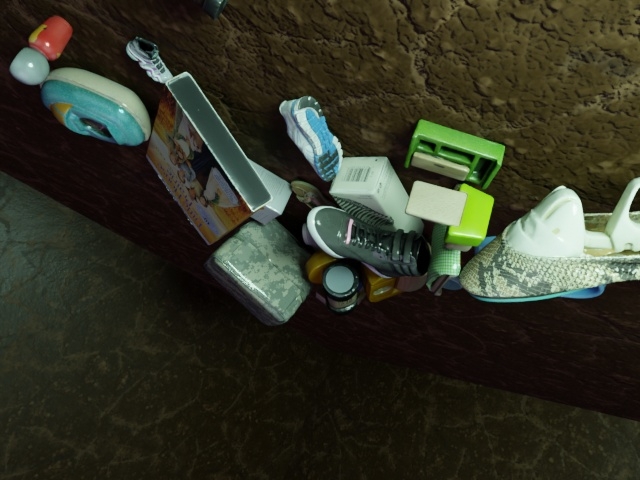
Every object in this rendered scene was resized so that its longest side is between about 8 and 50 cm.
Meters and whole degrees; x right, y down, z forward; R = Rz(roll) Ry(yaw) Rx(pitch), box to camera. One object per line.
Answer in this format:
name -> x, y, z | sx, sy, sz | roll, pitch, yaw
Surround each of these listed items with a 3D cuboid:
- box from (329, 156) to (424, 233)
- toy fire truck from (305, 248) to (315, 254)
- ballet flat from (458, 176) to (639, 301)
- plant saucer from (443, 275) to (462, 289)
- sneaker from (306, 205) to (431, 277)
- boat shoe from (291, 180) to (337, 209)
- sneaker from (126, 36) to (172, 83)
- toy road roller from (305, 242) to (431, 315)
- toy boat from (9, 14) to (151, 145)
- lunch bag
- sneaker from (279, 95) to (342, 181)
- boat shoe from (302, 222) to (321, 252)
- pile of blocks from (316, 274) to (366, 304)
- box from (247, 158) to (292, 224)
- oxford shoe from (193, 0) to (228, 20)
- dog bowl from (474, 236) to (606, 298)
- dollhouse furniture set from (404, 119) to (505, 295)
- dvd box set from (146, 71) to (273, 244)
box -> 0.135, -0.069, 1.002 | 0.113, 0.094, 0.275 | 6, 154, 35
toy fire truck -> -0.157, 0.065, 1.593 | 0.254, 0.169, 0.302 | 53, 151, -11
ballet flat -> 0.459, -0.012, 0.690 | 0.483, 0.164, 0.182 | -5, 125, 21
plant saucer -> 0.380, 0.121, 1.339 | 0.119, 0.021, 0.119 | 20, 160, 8
sneaker -> 0.116, -0.002, 0.921 | 0.296, 0.104, 0.147 | 28, 156, -35
boat shoe -> -0.019, -0.099, 1.147 | 0.056, 0.048, 0.153 | -1, 150, 47
sneaker -> -0.316, -0.343, 0.847 | 0.098, 0.038, 0.069 | 36, 157, -34
toy road roller -> 0.121, 0.042, 1.224 | 0.330, 0.240, 0.202 | -17, 157, -3
toy boat -> -0.536, -0.319, 0.975 | 0.268, 0.148, 0.318 | 19, 160, 9
lunch bag -> -0.153, 0.075, 1.347 | 0.305, 0.256, 0.212 | 44, 155, -9
sneaker -> -0.020, -0.199, 0.876 | 0.083, 0.071, 0.190 | 19, 147, 41
boat shoe -> 0.000, 0.000, 1.367 | 0.063, 0.066, 0.184 | -3, 149, 21
pile of blocks -> 0.084, 0.133, 1.462 | 0.113, 0.149, 0.362 | 36, -170, 17
box -> -0.179, -0.131, 1.169 | 0.170, 0.091, 0.130 | 30, 158, -18
oxford shoe -> -0.137, -0.369, 0.541 | 0.096, 0.082, 0.227 | 34, 156, -18
dog bowl -> 0.489, 0.064, 1.008 | 0.297, 0.074, 0.166 | 2, 152, 42
dollhouse furniture set -> 0.207, -0.042, 0.846 | 0.151, 0.197, 0.301 | 18, 159, 9
dvd box set -> -0.287, -0.159, 1.064 | 0.307, 0.062, 0.420 | 57, 153, -7
